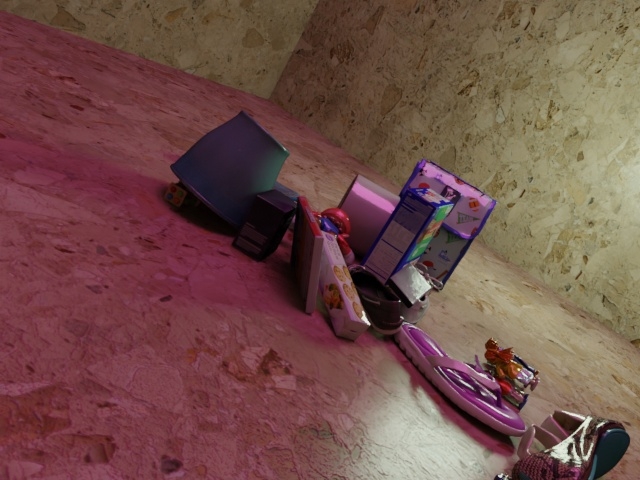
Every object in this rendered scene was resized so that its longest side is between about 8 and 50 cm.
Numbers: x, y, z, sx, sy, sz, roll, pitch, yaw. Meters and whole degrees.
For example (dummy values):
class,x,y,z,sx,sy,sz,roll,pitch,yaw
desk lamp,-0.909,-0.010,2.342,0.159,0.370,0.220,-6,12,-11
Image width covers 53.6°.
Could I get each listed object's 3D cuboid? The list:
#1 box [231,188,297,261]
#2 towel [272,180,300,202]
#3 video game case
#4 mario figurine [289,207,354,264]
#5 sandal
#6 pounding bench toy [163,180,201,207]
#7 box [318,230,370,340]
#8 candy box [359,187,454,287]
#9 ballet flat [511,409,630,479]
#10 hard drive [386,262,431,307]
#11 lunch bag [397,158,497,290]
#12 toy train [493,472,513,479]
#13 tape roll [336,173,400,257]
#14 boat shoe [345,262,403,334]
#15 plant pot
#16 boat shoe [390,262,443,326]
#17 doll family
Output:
class,x,y,z,sx,sy,sz,roll,pitch,yaw
box,-0.145,-0.045,1.719,0.093,0.158,0.156,31,16,6
towel,-0.240,-0.223,2.240,0.271,0.040,0.370,35,11,18
video game case,-0.038,0.028,1.617,0.025,0.204,0.285,2,23,-12
mario figurine,0.000,0.000,1.910,0.170,0.198,0.320,-12,2,11
sandal,0.341,0.317,1.560,0.416,0.102,0.169,39,18,35
pounding bench toy,-0.375,-0.120,1.740,0.083,0.052,0.065,31,16,4
box,0.037,0.106,1.609,0.067,0.063,0.324,23,32,-35
candy box,0.280,-0.010,2.060,0.122,0.317,0.268,36,18,16
ballet flat,0.553,0.466,1.416,0.182,0.164,0.483,29,17,33
hard drive,0.241,0.121,1.718,0.094,0.022,0.135,50,34,8
lunch bag,0.413,-0.065,2.336,0.328,0.385,0.239,32,16,5
toy train,0.336,0.481,1.208,0.036,0.027,0.158,26,13,26
tape roll,0.142,-0.084,2.181,0.169,0.246,0.246,28,16,-3
boat shoe,0.130,0.126,1.729,0.112,0.095,0.335,-7,29,-23
plant pot,-0.233,-0.212,1.774,0.272,0.255,0.271,42,2,-2
boat shoe,0.283,0.142,1.895,0.136,0.156,0.367,33,17,10
doll family,0.528,0.346,1.774,0.163,0.118,0.263,34,17,14
